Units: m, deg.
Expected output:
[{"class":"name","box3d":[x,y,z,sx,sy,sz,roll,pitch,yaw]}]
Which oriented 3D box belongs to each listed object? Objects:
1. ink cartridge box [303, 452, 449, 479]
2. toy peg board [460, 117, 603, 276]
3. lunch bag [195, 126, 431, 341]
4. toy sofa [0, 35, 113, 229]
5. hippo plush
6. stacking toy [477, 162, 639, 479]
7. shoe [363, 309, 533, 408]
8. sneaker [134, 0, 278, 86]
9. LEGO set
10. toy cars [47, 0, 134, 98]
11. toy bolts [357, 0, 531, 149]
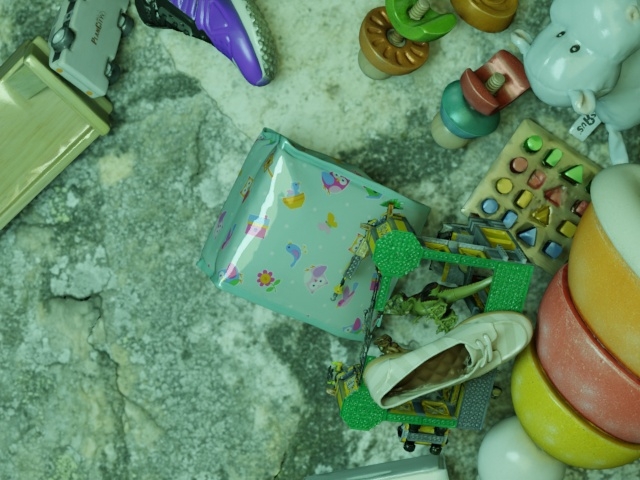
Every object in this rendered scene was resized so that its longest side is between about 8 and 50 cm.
[{"class":"ink cartridge box","box3d":[0.099,0.455,1.536,0.211,0.121,0.289,-11,90,5]},{"class":"toy peg board","box3d":[0.301,-0.059,1.523,0.161,0.079,0.161,35,94,4]},{"class":"lunch bag","box3d":[0.000,0.000,1.512,0.262,0.160,0.223,24,94,-23]},{"class":"toy sofa","box3d":[-0.469,-0.109,1.581,0.362,0.177,0.150,-43,112,5]},{"class":"hippo plush","box3d":[0.338,-0.250,1.407,0.234,0.236,0.294,56,128,33]},{"class":"stacking toy","box3d":[0.355,0.170,1.431,0.350,0.350,0.480,41,118,3]},{"class":"shoe","box3d":[0.160,0.150,1.368,0.219,0.058,0.077,-22,112,3]},{"class":"sneaker","box3d":[-0.174,-0.323,1.559,0.146,0.102,0.293,-30,84,10]},{"class":"LEGO set","box3d":[0.135,0.092,1.479,0.254,0.192,0.331,0,111,-6]},{"class":"toy cars","box3d":[-0.367,-0.376,1.550,0.087,0.176,0.394,-20,89,34]},{"class":"toy bolts","box3d":[0.180,-0.241,1.529,0.218,0.158,0.228,-25,76,-34]}]
